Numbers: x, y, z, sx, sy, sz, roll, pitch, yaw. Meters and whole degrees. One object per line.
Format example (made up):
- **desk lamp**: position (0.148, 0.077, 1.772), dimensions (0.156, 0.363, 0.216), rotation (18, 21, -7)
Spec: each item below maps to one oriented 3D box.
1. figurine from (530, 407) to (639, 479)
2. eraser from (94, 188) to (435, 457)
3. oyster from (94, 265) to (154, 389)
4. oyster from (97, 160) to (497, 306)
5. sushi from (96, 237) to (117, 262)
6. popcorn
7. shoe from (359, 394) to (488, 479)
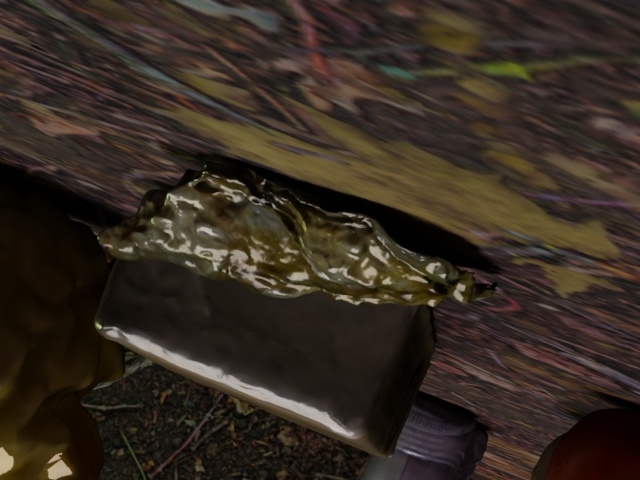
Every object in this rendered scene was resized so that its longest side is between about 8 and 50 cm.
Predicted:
- **figurine**: position (0.218, 0.236, 1.142), dimensions (0.270, 0.211, 0.261), rotation (22, 173, -5)
- **eraser**: position (-0.017, 0.056, 1.026), dimensions (0.144, 0.078, 0.343), rotation (21, 173, 8)
- **oyster**: position (-0.216, 0.057, 1.479), dimensions (0.268, 0.112, 0.198), rotation (18, 179, -33)
- **oyster**: position (0.000, 0.000, 0.743), dimensions (0.146, 0.045, 0.121), rotation (23, 159, -19)
- **sushi**: position (-0.178, 0.008, 1.338), dimensions (0.126, 0.026, 0.120), rotation (23, 172, -22)
- **popcorn**: position (-0.259, 0.042, 1.148), dimensions (0.332, 0.225, 0.265), rotation (43, 161, 3)
- **shoe**: position (0.080, 0.210, 1.667), dimensions (0.095, 0.137, 0.245), rotation (25, 174, 9)
